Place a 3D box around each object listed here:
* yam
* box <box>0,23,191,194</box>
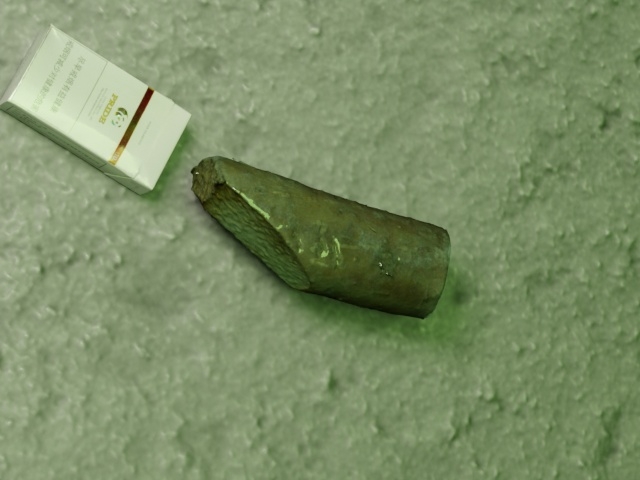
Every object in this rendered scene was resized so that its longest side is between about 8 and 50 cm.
[{"bbox_3d":[0.000,0.000,1.612,0.259,0.106,0.106,16,78,-25],"label":"yam"},{"bbox_3d":[-0.200,-0.116,1.558,0.154,0.040,0.084,33,69,-21],"label":"box"}]
